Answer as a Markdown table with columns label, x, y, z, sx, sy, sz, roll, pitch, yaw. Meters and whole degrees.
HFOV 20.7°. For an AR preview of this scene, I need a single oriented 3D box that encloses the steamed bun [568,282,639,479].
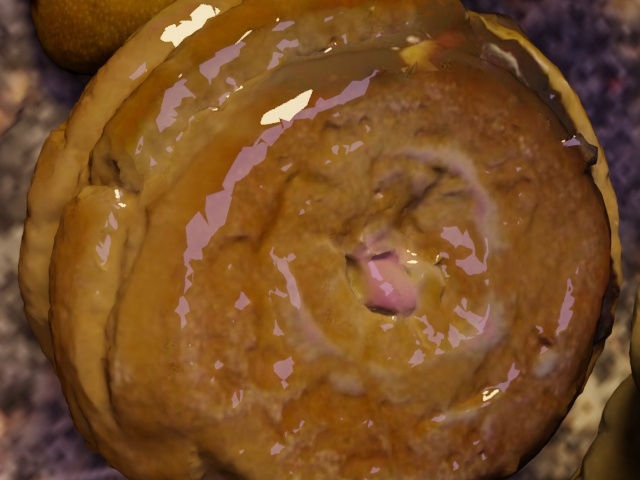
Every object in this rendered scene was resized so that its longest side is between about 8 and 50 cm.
| label | x | y | z | sx | sy | sz | roll | pitch | yaw |
| --- | --- | --- | --- | --- | --- | --- | --- | --- | --- |
| steamed bun | 0.126 | 0.102 | 0.529 | 0.106 | 0.177 | 0.192 | 1 | 51 | -6 |

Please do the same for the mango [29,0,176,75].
| label | x | y | z | sx | sy | sz | roll | pitch | yaw |
| --- | --- | --- | --- | --- | --- | --- | --- | --- | --- |
| mango | -0.079 | -0.149 | 0.543 | 0.098 | 0.075 | 0.190 | -21 | 99 | -1 |

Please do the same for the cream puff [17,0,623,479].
| label | x | y | z | sx | sy | sz | roll | pitch | yaw |
| --- | --- | --- | --- | --- | --- | --- | --- | --- | --- |
| cream puff | 0.000 | 0.000 | 0.530 | 0.189 | 0.129 | 0.189 | -7 | 105 | -27 |
